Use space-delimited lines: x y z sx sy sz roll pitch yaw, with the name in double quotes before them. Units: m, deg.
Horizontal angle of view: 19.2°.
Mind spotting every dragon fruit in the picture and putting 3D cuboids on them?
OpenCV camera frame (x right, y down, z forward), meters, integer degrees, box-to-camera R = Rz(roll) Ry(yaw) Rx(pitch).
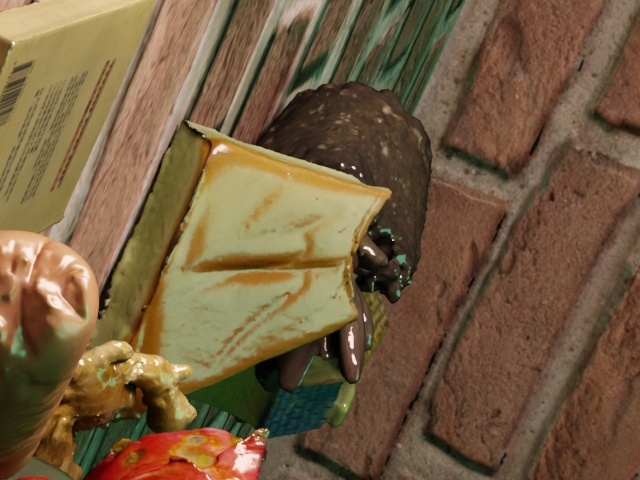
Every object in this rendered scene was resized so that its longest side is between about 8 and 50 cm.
"dragon fruit" -0.139 0.250 1.354 0.274 0.126 0.161 -61 -164 17

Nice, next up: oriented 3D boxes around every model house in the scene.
"model house" -0.035 0.096 1.967 0.195 0.189 0.214 -52 166 -51

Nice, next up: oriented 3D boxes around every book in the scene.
"book" -0.161 -0.059 1.024 0.161 0.026 0.231 -64 174 17

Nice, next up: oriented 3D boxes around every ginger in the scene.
"ginger" -0.186 0.151 1.421 0.193 0.052 0.176 -22 131 -26

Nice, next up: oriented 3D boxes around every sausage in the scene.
"sausage" -0.176 0.069 0.998 0.086 0.086 0.289 -60 -176 -25

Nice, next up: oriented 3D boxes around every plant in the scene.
"plant" 0.000 0.000 1.730 0.194 0.181 0.320 -17 -145 35

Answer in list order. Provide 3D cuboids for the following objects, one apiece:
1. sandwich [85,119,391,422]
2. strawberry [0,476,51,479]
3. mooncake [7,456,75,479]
"sandwich" -0.062 0.047 1.504 0.063 0.212 0.245 41 -70 50
"strawberry" -0.219 0.268 1.042 0.288 0.250 0.238 128 -39 -51
"mooncake" -0.232 0.226 1.283 0.168 0.104 0.175 70 44 -81
